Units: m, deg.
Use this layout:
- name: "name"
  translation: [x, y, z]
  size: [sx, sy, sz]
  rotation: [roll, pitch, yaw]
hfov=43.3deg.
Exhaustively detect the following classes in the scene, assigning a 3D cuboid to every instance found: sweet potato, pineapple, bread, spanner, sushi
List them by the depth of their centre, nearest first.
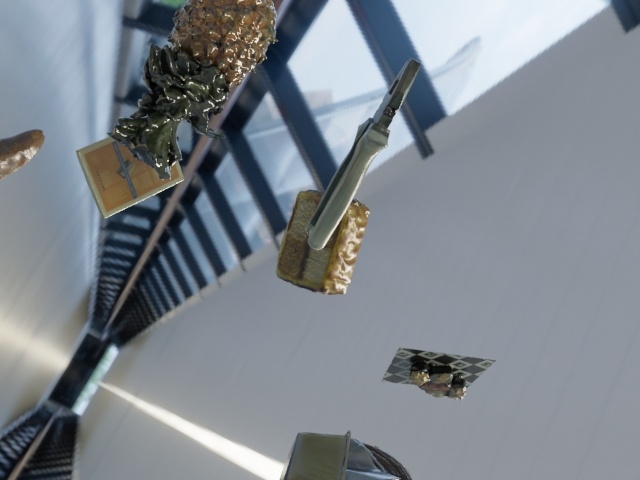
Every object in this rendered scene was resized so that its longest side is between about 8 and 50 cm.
- name: "pineapple"
  translation: [-0.176, -0.230, 1.157]
  size: [0.141, 0.170, 0.310]
  rotation: [10, -116, 44]
- name: "bread"
  translation: [0.038, 0.396, 1.240]
  size: [0.224, 0.212, 0.142]
  rotation: [-68, 176, -73]
- name: "spanner"
  translation: [0.064, -0.133, 1.242]
  size: [0.325, 0.040, 0.096]
  rotation: [-60, -167, 15]
- name: "sweet potato"
  translation: [-0.659, -0.139, 1.537]
  size: [0.292, 0.097, 0.097]
  rotation: [-40, 177, -37]
- name: "bread"
  translation: [0.000, 0.000, 1.729]
  size: [0.181, 0.096, 0.222]
  rotation: [22, -82, 39]
- name: "sushi"
  translation: [0.346, 0.416, 2.424]
  size: [0.292, 0.294, 0.059]
  rotation: [107, -11, -59]

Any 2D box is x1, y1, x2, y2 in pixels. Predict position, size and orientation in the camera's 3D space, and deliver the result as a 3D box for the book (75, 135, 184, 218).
- name: "book"
  translation: [-0.441, -0.175, 1.891]
  size: [0.018, 0.170, 0.241]
  rotation: [4, -151, 45]
